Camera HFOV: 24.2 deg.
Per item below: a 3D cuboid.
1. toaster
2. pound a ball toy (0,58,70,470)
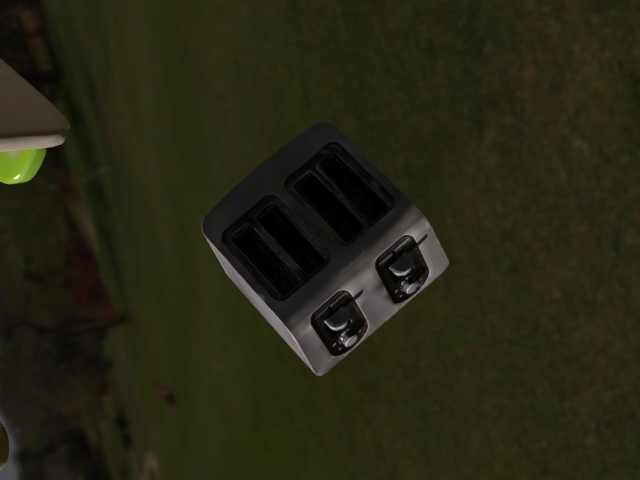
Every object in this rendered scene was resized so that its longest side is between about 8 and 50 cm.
[{"bbox_3d":[0.000,0.000,1.379,0.186,0.168,0.110,47,172,27],"label":"toaster"},{"bbox_3d":[-0.276,-0.032,0.772,0.319,0.135,0.208,41,118,23],"label":"pound a ball toy"}]
